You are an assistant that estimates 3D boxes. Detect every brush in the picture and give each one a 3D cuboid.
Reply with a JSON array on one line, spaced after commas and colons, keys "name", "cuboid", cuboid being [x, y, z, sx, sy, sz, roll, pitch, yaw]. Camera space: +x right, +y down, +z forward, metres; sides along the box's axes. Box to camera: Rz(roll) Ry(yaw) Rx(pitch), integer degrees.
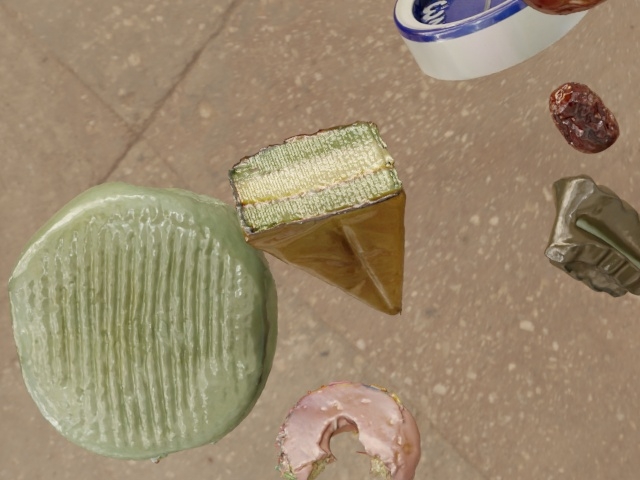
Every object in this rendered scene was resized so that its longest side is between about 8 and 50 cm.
[{"name": "brush", "cuboid": [0.312, 0.037, 0.806, 0.301, 0.084, 0.071, 30, 158, -34]}]

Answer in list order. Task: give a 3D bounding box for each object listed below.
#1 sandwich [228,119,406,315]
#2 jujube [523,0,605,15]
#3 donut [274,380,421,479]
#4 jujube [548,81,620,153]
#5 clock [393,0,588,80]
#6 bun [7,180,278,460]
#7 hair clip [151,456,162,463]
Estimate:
[{"name": "sandwich", "cuboid": [0.000, 0.000, 0.635, 0.114, 0.079, 0.163, -14, 145, -5]}, {"name": "jujube", "cuboid": [0.182, -0.262, 0.640, 0.112, 0.109, 0.176, -8, 94, -10]}, {"name": "donut", "cuboid": [0.045, 0.325, 1.361, 0.233, 0.199, 0.085, 1, 139, 4]}, {"name": "jujube", "cuboid": [0.385, -0.180, 1.236, 0.077, 0.077, 0.129, -35, 126, 26]}, {"name": "clock", "cuboid": [0.203, -0.285, 0.983, 0.231, 0.230, 0.083, -17, 129, 24]}, {"name": "bun", "cuboid": [-0.134, 0.056, 0.661, 0.221, 0.108, 0.221, -2, 99, -10]}, {"name": "hair clip", "cuboid": [-0.211, 0.237, 1.251, 0.060, 0.033, 0.188, 21, 83, 47]}]
